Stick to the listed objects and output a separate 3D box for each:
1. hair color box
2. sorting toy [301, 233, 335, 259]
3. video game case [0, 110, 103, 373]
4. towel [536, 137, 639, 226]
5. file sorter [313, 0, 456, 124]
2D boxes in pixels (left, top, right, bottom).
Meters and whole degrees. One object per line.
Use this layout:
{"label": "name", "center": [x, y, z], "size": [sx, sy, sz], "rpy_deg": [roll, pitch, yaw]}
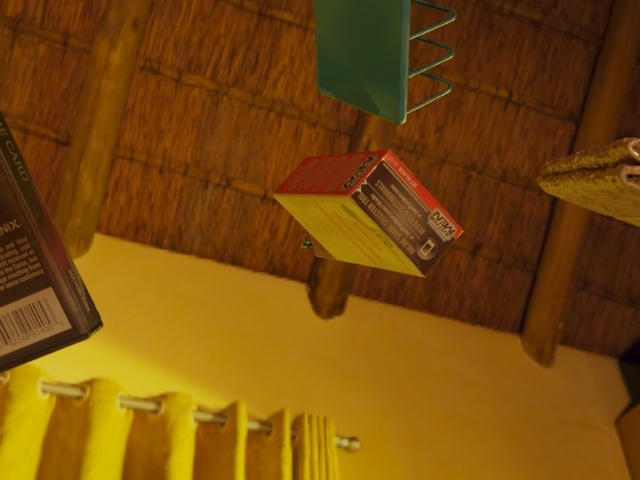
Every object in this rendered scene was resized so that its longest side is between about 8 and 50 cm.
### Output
{"label": "hair color box", "center": [0.034, -0.025, 0.713], "size": [0.093, 0.167, 0.053], "rpy_deg": [46, -103, -19]}
{"label": "sorting toy", "center": [0.000, 0.000, 1.246], "size": [0.083, 0.012, 0.062], "rpy_deg": [9, -49, 37]}
{"label": "video game case", "center": [-0.256, -0.042, 0.439], "size": [0.196, 0.026, 0.274], "rpy_deg": [-21, -82, 12]}
{"label": "towel", "center": [0.322, -0.040, 0.791], "size": [0.187, 0.282, 0.049], "rpy_deg": [21, -88, -1]}
{"label": "file sorter", "center": [0.070, -0.227, 0.859], "size": [0.104, 0.118, 0.170], "rpy_deg": [-30, -46, -35]}
